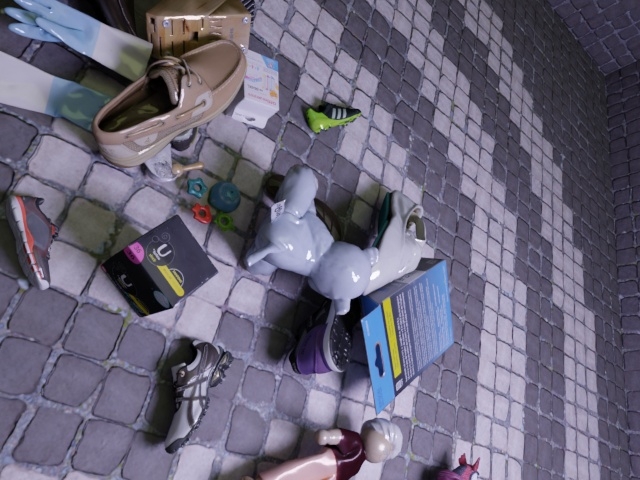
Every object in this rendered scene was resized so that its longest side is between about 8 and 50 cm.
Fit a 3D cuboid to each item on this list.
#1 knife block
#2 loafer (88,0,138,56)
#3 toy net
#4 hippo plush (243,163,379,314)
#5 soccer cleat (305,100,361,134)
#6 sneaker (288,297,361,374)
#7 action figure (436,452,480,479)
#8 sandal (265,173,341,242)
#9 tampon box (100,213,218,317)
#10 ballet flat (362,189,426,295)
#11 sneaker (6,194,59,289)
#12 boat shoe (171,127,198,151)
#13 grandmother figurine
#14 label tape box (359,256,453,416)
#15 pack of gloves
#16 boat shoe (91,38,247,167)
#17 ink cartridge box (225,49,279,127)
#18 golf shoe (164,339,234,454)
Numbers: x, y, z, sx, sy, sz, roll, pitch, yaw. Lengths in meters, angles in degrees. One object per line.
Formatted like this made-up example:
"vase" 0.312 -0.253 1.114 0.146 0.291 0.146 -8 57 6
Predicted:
"knife block" -0.256 -0.491 0.992 0.276 0.088 0.242 -17 56 -27
"loafer" -0.389 -0.446 0.894 0.078 0.080 0.220 -30 96 -23
"toy net" -0.264 -0.106 0.930 0.232 0.045 0.122 29 62 -27
"hippo plush" 0.000 0.000 0.925 0.236 0.294 0.234 27 80 -8
"soccer cleat" 0.038 -0.332 1.228 0.179 0.060 0.072 -26 92 -37
"sneaker" 0.004 0.177 1.024 0.107 0.124 0.283 64 23 -18
"action figure" 0.275 0.657 1.078 0.276 0.248 0.370 25 52 7
"sandal" -0.042 -0.063 1.089 0.219 0.060 0.090 37 50 -8
"tampon box" -0.275 0.048 0.796 0.101 0.161 0.120 -42 103 -38
"ballet flat" 0.188 -0.001 1.125 0.139 0.139 0.400 50 32 -16
"sneaker" -0.444 -0.001 0.745 0.065 0.061 0.158 -14 87 -47
"boat shoe" -0.280 -0.292 0.958 0.081 0.068 0.228 5 69 -5
"grandmother figurine" 0.018 0.446 0.916 0.342 0.208 0.104 -14 44 -30
"label tape box" 0.178 0.206 1.104 0.334 0.106 0.240 -25 112 -40
"pack of gloves" -0.425 -0.298 0.807 0.232 0.046 0.195 15 92 -35
"boat shoe" -0.259 -0.269 0.853 0.121 0.110 0.341 39 69 3
"ink cartridge box" -0.153 -0.333 1.053 0.092 0.090 0.143 8 72 -37
"golf shoe" -0.236 0.269 0.828 0.094 0.077 0.198 34 51 -14
